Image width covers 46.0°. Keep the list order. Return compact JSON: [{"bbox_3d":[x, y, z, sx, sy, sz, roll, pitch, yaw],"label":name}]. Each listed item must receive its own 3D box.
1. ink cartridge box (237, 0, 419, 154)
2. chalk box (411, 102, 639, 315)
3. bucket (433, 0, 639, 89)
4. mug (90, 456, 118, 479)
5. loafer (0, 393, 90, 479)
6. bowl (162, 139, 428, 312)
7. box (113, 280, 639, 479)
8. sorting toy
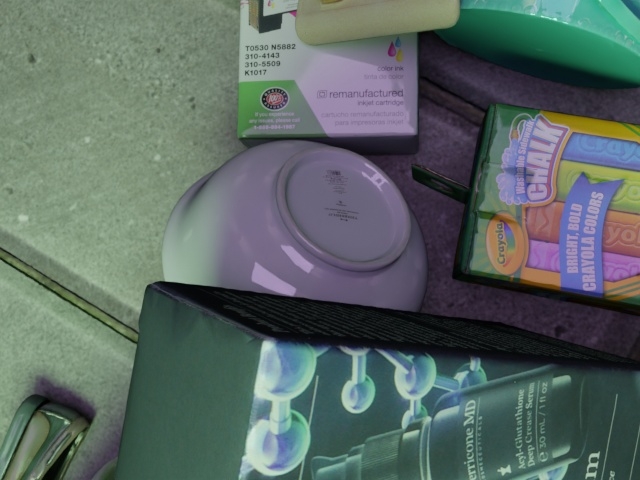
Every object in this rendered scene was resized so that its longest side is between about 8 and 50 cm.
[{"bbox_3d":[0.013,-0.244,0.874,0.201,0.117,0.278,0,85,7],"label":"ink cartridge box"},{"bbox_3d":[0.237,-0.030,0.801,0.289,0.180,0.179,10,87,9],"label":"chalk box"},{"bbox_3d":[0.254,-0.281,0.776,0.281,0.281,0.183,17,94,8],"label":"bucket"},{"bbox_3d":[-0.180,0.463,0.794,0.374,0.276,0.328,37,98,-22],"label":"mug"},{"bbox_3d":[-0.355,0.323,0.895,0.084,0.096,0.267,17,86,2],"label":"loafer"},{"bbox_3d":[0.000,0.000,0.769,0.298,0.134,0.297,14,53,-20],"label":"bowl"},{"bbox_3d":[0.054,0.210,0.599,0.396,0.212,0.293,9,91,-31],"label":"box"},{"bbox_3d":[0.059,-0.309,0.753,0.193,0.038,0.208,4,86,37],"label":"sorting toy"}]
